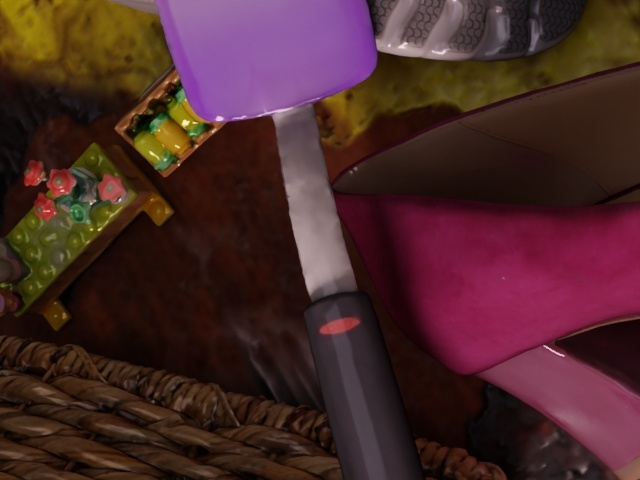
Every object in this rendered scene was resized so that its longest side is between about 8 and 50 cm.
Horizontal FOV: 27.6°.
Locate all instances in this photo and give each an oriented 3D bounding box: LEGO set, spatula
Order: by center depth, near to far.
[{"bbox_3d":[0.000,0.000,0.501,0.084,0.030,0.296,-15,82,7],"label":"spatula"},{"bbox_3d":[-0.182,-0.010,0.636,0.287,0.107,0.132,-7,89,22],"label":"LEGO set"}]

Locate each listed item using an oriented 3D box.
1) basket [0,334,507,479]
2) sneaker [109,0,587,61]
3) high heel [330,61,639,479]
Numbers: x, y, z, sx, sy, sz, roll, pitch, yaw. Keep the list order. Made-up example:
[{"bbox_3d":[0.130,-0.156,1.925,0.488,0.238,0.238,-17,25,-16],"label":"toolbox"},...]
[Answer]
[{"bbox_3d":[-0.071,0.208,0.590,0.299,0.223,0.213,10,136,18],"label":"basket"},{"bbox_3d":[-0.020,-0.143,0.576,0.281,0.115,0.105,13,91,1],"label":"sneaker"},{"bbox_3d":[0.118,-0.055,0.427,0.181,0.127,0.377,40,138,9],"label":"high heel"}]
